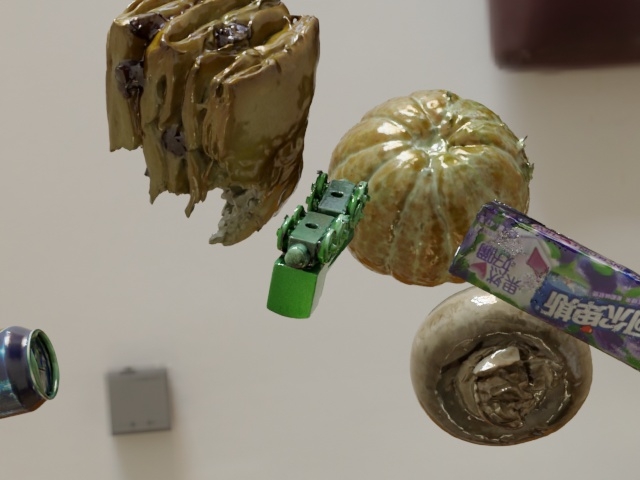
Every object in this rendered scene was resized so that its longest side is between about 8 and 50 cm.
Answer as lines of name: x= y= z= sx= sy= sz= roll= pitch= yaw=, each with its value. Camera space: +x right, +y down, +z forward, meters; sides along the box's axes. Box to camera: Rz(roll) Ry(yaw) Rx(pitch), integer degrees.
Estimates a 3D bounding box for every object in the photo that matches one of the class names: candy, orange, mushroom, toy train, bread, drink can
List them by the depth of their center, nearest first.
candy: x=0.285 y=0.062 z=1.307 sx=0.088 sy=0.312 sz=0.061 roll=-65 pitch=-16 yaw=12
mushroom: x=0.222 y=0.161 z=1.567 sx=0.178 sy=0.226 sz=0.226 roll=-96 pitch=7 yaw=-55
toy train: x=0.000 y=0.000 z=1.606 sx=0.251 sy=0.085 sz=0.119 roll=-52 pitch=-25 yaw=-64
drink can: x=-0.449 y=0.181 z=1.656 sx=0.118 sy=0.205 sz=0.118 roll=-12 pitch=-90 yaw=-83
bread: x=-0.118 y=-0.160 z=1.673 sx=0.314 sy=0.191 sz=0.370 roll=-45 pitch=-41 yaw=-47
orange: x=0.169 y=-0.087 z=2.004 sx=0.249 sy=0.329 sz=0.329 roll=93 pitch=169 yaw=-56
